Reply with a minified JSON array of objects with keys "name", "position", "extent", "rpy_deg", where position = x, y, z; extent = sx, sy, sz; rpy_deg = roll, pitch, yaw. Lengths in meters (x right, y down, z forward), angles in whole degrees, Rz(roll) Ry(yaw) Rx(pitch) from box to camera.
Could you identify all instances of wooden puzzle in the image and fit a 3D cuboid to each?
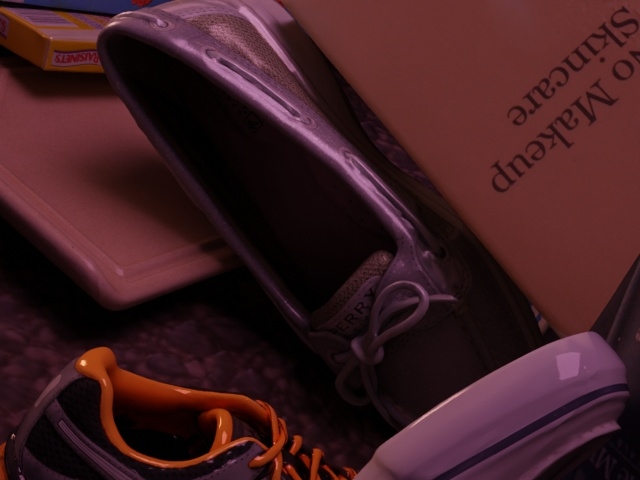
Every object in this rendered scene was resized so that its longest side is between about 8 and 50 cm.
[{"name":"wooden puzzle","position":[-0.133,-0.043,0.766],"extent":[0.221,0.044,0.239],"rpy_deg":[38,25,20]}]

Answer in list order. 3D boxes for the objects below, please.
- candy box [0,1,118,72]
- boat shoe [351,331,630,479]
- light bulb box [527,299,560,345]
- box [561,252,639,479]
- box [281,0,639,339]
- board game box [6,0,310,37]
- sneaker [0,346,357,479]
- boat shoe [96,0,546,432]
[{"name":"candy box","position":[-0.203,-0.157,0.856],"extent":[0.206,0.027,0.105],"rpy_deg":[30,21,35]},{"name":"boat shoe","position":[0.029,0.126,0.450],"extent":[0.076,0.226,0.083],"rpy_deg":[56,17,24]},{"name":"light bulb box","position":[0.363,-0.021,0.818],"extent":[0.358,0.361,0.225],"rpy_deg":[26,29,-3]},{"name":"box","position":[0.241,0.124,0.429],"extent":[0.212,0.395,0.293],"rpy_deg":[5,34,-34]},{"name":"box","position":[0.134,-0.058,0.660],"extent":[0.311,0.148,0.121],"rpy_deg":[52,14,26]},{"name":"board game box","position":[-0.186,-0.255,0.957],"extent":[0.308,0.086,0.302],"rpy_deg":[-1,28,-43]},{"name":"sneaker","position":[-0.031,0.111,0.547],"extent":[0.215,0.083,0.084],"rpy_deg":[19,28,-19]},{"name":"boat shoe","position":[0.001,-0.002,0.688],"extent":[0.320,0.118,0.103],"rpy_deg":[55,38,8]}]
